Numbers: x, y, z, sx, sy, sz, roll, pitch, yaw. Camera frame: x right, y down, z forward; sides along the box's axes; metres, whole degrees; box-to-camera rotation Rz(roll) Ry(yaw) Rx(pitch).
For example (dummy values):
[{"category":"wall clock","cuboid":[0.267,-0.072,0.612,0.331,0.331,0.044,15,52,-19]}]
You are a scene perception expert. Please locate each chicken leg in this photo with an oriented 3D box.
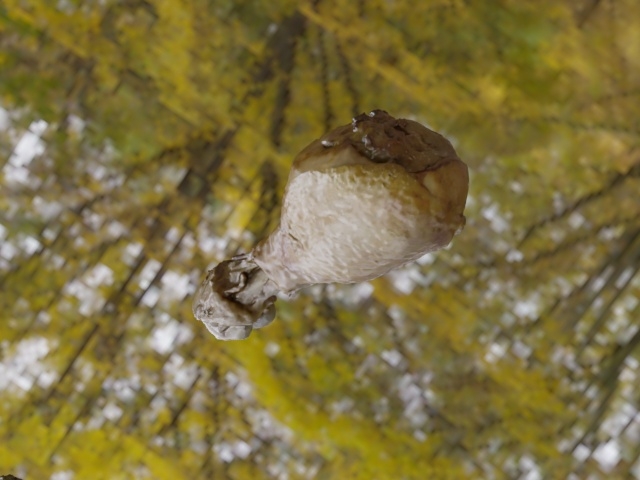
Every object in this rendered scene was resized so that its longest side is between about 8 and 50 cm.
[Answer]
[{"category":"chicken leg","cuboid":[-0.002,0.001,1.190,0.107,0.251,0.087,51,-141,-2]}]

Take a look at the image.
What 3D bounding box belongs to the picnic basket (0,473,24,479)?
[{"category":"picnic basket","cuboid":[-0.183,0.191,1.094,0.083,0.072,0.072,51,-170,-20]}]
